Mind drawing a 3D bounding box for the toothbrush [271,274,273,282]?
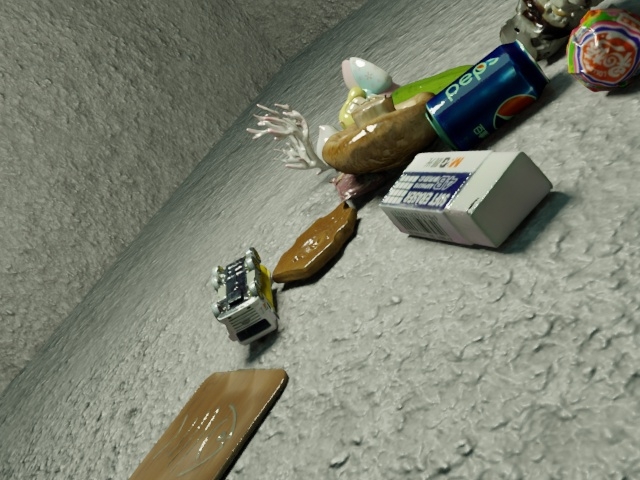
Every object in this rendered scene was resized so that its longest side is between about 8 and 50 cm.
[{"bbox_3d":[-0.105,0.088,1.576,0.019,0.013,0.193,-5,41,52],"label":"toothbrush"}]

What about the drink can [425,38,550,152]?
[{"bbox_3d":[0.290,-0.252,1.342,0.205,0.118,0.118,-38,19,18],"label":"drink can"}]

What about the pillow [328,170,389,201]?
[{"bbox_3d":[0.081,-0.126,1.615,0.118,0.043,0.185,-28,20,4],"label":"pillow"}]

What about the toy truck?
[{"bbox_3d":[-0.136,0.104,1.444,0.098,0.114,0.227,-29,25,6],"label":"toy truck"}]

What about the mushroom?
[{"bbox_3d":[0.126,-0.214,1.534,0.278,0.146,0.278,-26,13,6],"label":"mushroom"}]

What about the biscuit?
[{"bbox_3d":[0.002,0.002,1.513,0.182,0.034,0.215,-15,31,54],"label":"biscuit"}]

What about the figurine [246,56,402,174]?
[{"bbox_3d":[0.011,-0.277,1.770,0.315,0.284,0.206,-59,20,-11],"label":"figurine"}]

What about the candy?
[{"bbox_3d":[0.466,-0.337,1.232,0.124,0.124,0.365,-31,13,33],"label":"candy"}]

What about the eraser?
[{"bbox_3d":[0.206,-0.066,1.152,0.130,0.086,0.287,-48,19,-9],"label":"eraser"}]

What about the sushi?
[{"bbox_3d":[0.420,-0.422,1.361,0.130,0.124,0.332,-38,-7,-25],"label":"sushi"}]

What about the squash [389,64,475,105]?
[{"bbox_3d":[0.246,-0.309,1.619,0.082,0.082,0.293,-52,23,-25],"label":"squash"}]

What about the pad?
[{"bbox_3d":[-0.194,0.320,1.235,0.284,0.018,0.286,-16,32,54],"label":"pad"}]
